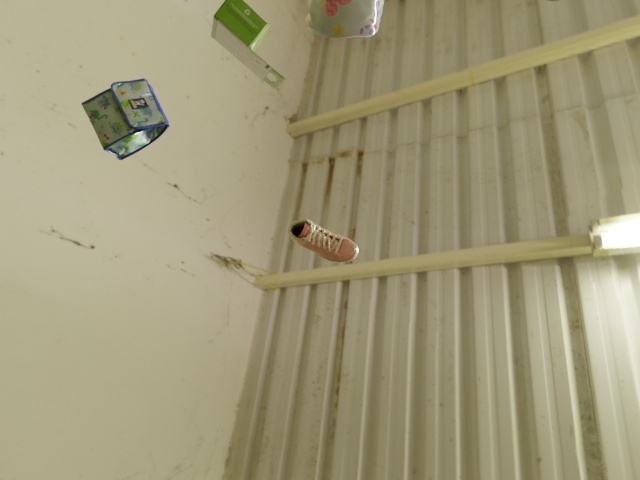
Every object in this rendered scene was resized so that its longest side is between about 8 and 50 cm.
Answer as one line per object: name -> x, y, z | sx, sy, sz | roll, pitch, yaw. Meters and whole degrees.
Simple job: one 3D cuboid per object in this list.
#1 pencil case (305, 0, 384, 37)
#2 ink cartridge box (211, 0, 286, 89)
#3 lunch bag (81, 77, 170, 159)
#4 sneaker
pencil case -> 0.035, -0.422, 0.564 | 0.124, 0.273, 0.113 | 24, -136, 26
ink cartridge box -> -0.198, -0.593, 1.273 | 0.097, 0.255, 0.189 | -54, -161, -2
lunch bag -> -0.430, -0.277, 0.942 | 0.151, 0.096, 0.129 | -28, -97, -2
sneaker -> 0.000, 0.000, 0.758 | 0.134, 0.070, 0.051 | 19, -100, 21
